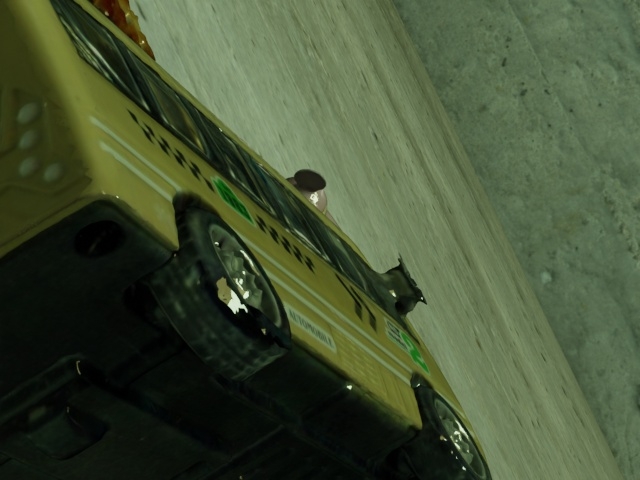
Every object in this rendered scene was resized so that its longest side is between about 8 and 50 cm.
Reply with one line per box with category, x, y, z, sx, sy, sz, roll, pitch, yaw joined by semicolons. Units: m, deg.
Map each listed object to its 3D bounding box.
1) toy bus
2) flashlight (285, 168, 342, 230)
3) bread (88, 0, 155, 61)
toy bus;-0.072;0.040;0.656;0.365;0.177;0.202;42;18;-56
flashlight;0.000;0.000;0.926;0.110;0.052;0.031;54;39;-38
bread;-0.170;-0.168;0.967;0.154;0.054;0.136;59;10;8
